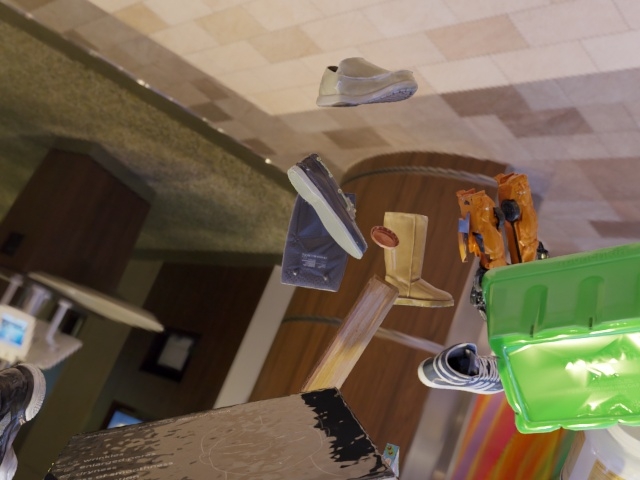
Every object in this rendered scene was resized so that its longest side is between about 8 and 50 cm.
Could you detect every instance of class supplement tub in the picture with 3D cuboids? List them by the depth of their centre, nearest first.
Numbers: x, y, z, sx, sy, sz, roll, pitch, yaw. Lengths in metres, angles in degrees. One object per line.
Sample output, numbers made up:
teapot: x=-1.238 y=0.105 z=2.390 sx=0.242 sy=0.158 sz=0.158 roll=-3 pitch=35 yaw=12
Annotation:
supplement tub: x=0.639 y=0.447 z=1.548 sx=0.228 sy=0.228 sz=0.316 roll=17 pitch=131 yaw=17

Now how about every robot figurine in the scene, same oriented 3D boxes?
robot figurine: x=0.365 y=0.022 z=1.503 sx=0.085 sy=0.211 sz=0.291 roll=22 pitch=129 yaw=60

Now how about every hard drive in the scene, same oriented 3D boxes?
hard drive: x=0.000 y=0.000 z=1.915 sx=0.172 sy=0.254 sz=0.054 roll=7 pitch=169 yaw=20

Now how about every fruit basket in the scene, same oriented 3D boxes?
fruit basket: x=0.460 y=0.132 z=1.162 sx=0.392 sy=0.392 sz=0.283 roll=-1 pitch=114 yaw=53

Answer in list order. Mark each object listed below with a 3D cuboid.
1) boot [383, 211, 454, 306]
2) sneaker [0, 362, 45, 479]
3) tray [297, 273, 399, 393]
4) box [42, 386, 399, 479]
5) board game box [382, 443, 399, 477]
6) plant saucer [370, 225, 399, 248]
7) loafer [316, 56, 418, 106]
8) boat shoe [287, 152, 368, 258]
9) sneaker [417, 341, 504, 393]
boot: x=0.293 y=0.058 z=2.208 sx=0.236 sy=0.269 sz=0.089 roll=5 pitch=177 yaw=-20
sneaker: x=-0.564 y=0.320 z=1.217 sx=0.101 sy=0.268 sz=0.153 roll=28 pitch=-176 yaw=29
tray: x=0.041 y=0.269 z=1.729 sx=0.076 sy=0.411 sz=0.203 roll=32 pitch=-177 yaw=4
box: x=-0.145 y=0.436 z=1.081 sx=0.480 sy=0.297 sz=0.472 roll=-9 pitch=-175 yaw=-7
board game box: x=0.156 y=0.652 z=1.919 sx=0.039 sy=0.211 sz=0.160 roll=10 pitch=123 yaw=19
plant saucer: x=0.172 y=-0.006 z=2.016 sx=0.083 sy=0.083 sz=0.013 roll=24 pitch=125 yaw=-5
loafer: x=0.078 y=-0.305 z=1.437 sx=0.102 sy=0.092 sz=0.268 roll=-11 pitch=-170 yaw=-36
boat shoe: x=0.029 y=-0.067 z=1.478 sx=0.227 sy=0.069 sz=0.081 roll=53 pitch=160 yaw=-13
sneaker: x=0.399 y=0.316 z=1.865 sx=0.282 sy=0.099 sz=0.153 roll=3 pitch=155 yaw=-17
